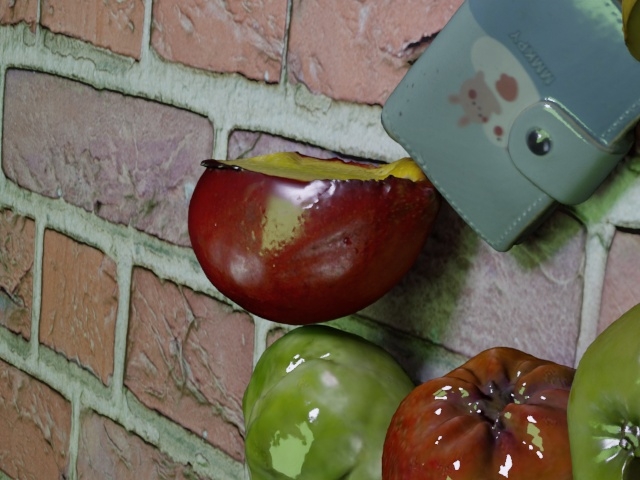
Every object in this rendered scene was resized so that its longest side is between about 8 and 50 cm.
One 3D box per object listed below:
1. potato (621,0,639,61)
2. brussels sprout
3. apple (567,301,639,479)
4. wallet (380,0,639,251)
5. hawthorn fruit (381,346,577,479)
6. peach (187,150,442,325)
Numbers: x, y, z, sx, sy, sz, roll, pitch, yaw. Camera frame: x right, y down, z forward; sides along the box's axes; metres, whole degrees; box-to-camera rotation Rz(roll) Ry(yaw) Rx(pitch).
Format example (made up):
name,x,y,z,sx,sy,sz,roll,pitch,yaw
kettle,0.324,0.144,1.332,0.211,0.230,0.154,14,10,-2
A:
name,x,y,z,sx,sy,sz,roll,pitch,yaw
potato,0.361,-0.271,1.559,0.203,0.178,0.158,112,156,-50
brussels sprout,0.017,0.260,2.029,0.274,0.243,0.316,9,107,63
apple,0.361,0.170,1.504,0.292,0.254,0.292,-6,83,57
wallet,0.222,-0.158,1.796,0.252,0.083,0.360,54,135,16
hawthorn fruit,0.204,0.271,1.762,0.277,0.277,0.298,27,134,52
peach,0.000,0.000,2.035,0.362,0.258,0.201,6,98,42
